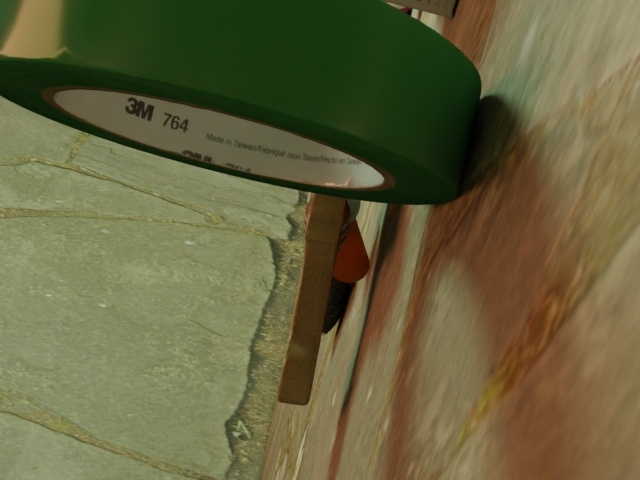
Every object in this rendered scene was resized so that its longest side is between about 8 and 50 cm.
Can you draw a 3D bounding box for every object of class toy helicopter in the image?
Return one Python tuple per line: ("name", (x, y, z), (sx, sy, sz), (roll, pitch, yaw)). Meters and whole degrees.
("toy helicopter", (0.000, 0.000, 0.931), (0.235, 0.140, 0.354), (-88, 9, -86))

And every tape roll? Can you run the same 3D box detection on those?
("tape roll", (-0.058, -0.099, 0.578), (0.321, 0.322, 0.077), (144, 139, -86))

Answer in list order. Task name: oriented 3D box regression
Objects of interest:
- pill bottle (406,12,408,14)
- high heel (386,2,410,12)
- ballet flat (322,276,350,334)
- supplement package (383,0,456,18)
("pill bottle", (0.086, -0.317, 1.242), (0.078, 0.078, 0.137), (110, 173, -68))
("high heel", (0.122, -0.385, 1.169), (0.117, 0.082, 0.244), (45, -144, -56))
("ballet flat", (0.014, 0.065, 1.158), (0.057, 0.049, 0.173), (-78, 3, -45))
("supplement package", (0.050, -0.340, 0.795), (0.149, 0.203, 0.194), (-81, 4, -58))
